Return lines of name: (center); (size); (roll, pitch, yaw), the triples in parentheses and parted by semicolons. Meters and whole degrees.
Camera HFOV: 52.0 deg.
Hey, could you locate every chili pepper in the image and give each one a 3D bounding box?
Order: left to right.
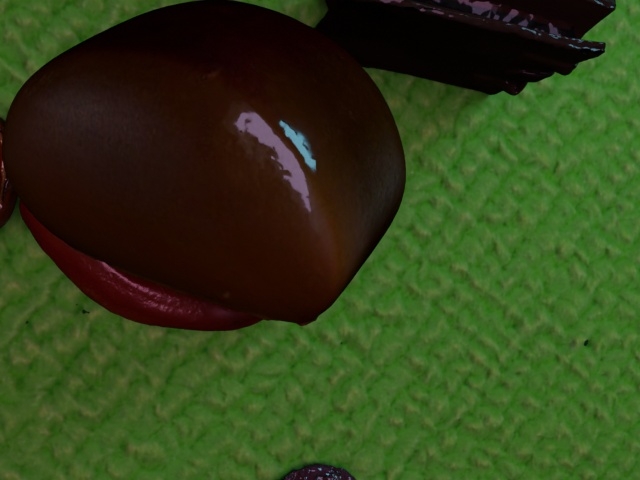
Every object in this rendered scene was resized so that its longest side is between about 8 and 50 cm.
chili pepper: (-0.226, 0.021, 0.787); (0.368, 0.092, 0.137); (39, 61, -15)

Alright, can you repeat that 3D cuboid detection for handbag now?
handbag: (0.139, -0.241, 0.732); (0.276, 0.260, 0.084); (12, 90, -12)

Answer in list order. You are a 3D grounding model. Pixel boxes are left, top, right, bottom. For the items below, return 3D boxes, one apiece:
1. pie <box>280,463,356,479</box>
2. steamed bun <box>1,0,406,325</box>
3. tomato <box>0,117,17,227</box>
pie: (-0.006, 0.371, 0.872); (0.155, 0.036, 0.154); (-1, 95, -9)
steamed bun: (-0.112, -0.097, 0.639); (0.380, 0.235, 0.248); (18, 127, 20)
tomato: (-0.401, -0.076, 0.743); (0.156, 0.069, 0.155); (0, 93, 8)
